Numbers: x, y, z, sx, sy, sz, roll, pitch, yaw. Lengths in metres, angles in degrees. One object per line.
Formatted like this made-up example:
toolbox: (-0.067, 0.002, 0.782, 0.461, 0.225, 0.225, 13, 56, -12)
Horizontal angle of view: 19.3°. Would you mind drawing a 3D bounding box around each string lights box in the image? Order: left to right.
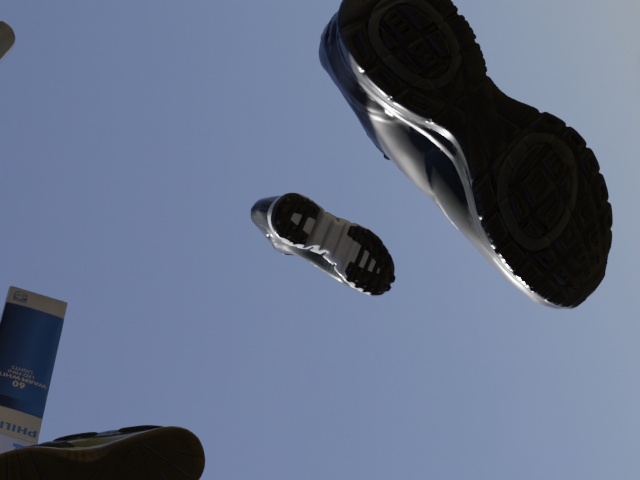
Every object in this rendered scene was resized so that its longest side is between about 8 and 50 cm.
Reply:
string lights box: (-0.356, 0.185, 2.153, 0.077, 0.133, 0.259, 18, -148, -11)

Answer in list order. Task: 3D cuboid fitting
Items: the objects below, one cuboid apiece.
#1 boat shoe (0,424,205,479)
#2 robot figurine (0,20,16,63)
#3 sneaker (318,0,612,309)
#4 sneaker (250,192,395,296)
boat shoe: (-0.212, 0.211, 1.670, 0.073, 0.223, 0.080, 145, 112, -86)
robot figurine: (-0.460, -0.287, 2.032, 0.300, 0.200, 0.353, 45, -151, -15)
sneaker: (0.106, -0.070, 1.387, 0.286, 0.109, 0.130, 53, 162, -7)
sneaker: (0.000, 0.000, 2.485, 0.234, 0.106, 0.078, 32, -102, -35)
